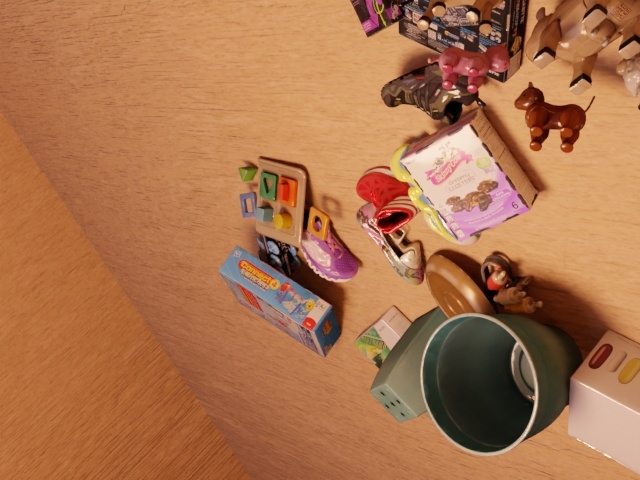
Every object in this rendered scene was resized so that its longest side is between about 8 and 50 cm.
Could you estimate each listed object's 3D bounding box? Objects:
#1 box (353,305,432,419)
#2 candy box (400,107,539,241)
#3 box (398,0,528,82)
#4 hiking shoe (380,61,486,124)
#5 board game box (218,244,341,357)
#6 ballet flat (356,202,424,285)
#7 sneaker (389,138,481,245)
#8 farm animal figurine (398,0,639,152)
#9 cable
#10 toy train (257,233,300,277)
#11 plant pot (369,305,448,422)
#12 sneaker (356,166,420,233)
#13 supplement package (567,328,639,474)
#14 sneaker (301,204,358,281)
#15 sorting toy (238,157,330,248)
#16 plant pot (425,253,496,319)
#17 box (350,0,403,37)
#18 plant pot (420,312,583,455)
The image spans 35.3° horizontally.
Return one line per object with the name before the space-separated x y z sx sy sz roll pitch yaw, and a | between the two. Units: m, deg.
box | 0.244 0.325 2.549 0.322 0.058 0.232 45 153 4
candy box | 0.269 -0.116 1.824 0.165 0.070 0.196 -27 107 39
box | 0.223 -0.370 1.617 0.220 0.051 0.175 32 150 27
hiking shoe | 0.192 -0.249 1.775 0.227 0.086 0.114 -11 105 59
board game box | -0.101 0.168 2.675 0.302 0.086 0.308 32 167 14
ballet flat | 0.169 0.004 2.208 0.221 0.077 0.079 51 134 -8
sneaker | 0.235 -0.097 1.938 0.240 0.091 0.126 46 153 2
farm animal figurine | 0.331 -0.304 1.429 0.327 0.172 0.330 -17 129 41
cable | 0.352 0.120 2.089 0.139 0.072 0.287 44 154 2
toy train | -0.117 0.022 2.629 0.105 0.080 0.184 34 152 35
plant pot | 0.236 0.297 2.324 0.165 0.234 0.165 47 153 0
sneaker | 0.125 -0.082 2.073 0.221 0.128 0.087 2 129 53
supplement package | 0.622 0.331 1.914 0.262 0.145 0.204 28 148 32
sneaker | 0.000 0.000 2.420 0.236 0.095 0.104 43 146 7
sorting toy | -0.105 -0.088 2.395 0.348 0.047 0.196 19 113 48
plant pot | 0.300 0.134 2.166 0.236 0.032 0.236 49 165 18
box | 0.075 -0.434 1.710 0.162 0.029 0.116 65 163 -7
plant pot | 0.384 0.268 1.993 0.272 0.255 0.271 3 94 45
